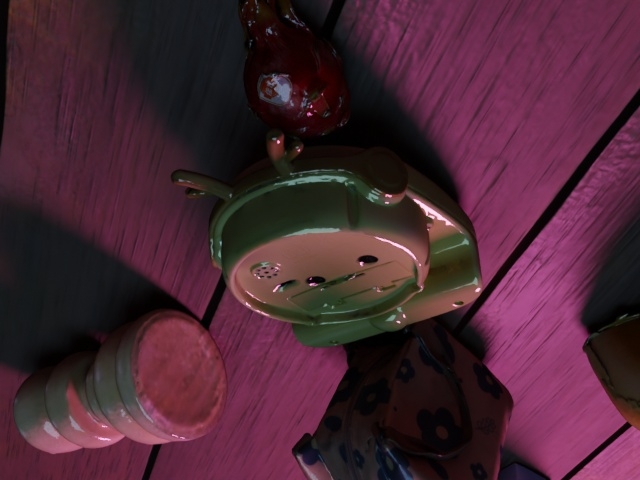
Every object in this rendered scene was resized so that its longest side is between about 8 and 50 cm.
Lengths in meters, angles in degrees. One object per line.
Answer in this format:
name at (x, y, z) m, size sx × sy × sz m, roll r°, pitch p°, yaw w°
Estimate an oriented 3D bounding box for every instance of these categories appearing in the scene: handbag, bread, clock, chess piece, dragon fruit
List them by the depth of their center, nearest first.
dragon fruit at (-0.040, -0.163, 0.720) m, size 0.094 × 0.094 × 0.190 m, roll -18°, pitch 124°, yaw 25°
clock at (0.000, 0.000, 0.812) m, size 0.235 × 0.096 × 0.308 m, roll -21°, pitch 143°, yaw 29°
bread at (0.419, 0.158, 0.897) m, size 0.158 × 0.156 × 0.260 m, roll 42°, pitch 162°, yaw -30°
handbag at (0.095, 0.221, 0.960) m, size 0.190 × 0.251 × 0.193 m, roll -20°, pitch 119°, yaw 35°
chess piece at (-0.283, 0.203, 1.069) m, size 0.299 × 0.167 × 0.167 m, roll -21°, pitch 127°, yaw 32°

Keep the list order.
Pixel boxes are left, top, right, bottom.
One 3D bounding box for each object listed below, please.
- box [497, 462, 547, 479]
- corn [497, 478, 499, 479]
box at (0.238, 0.445, 1.217) m, size 0.083 × 0.143 × 0.232 m, roll 31°, pitch 131°, yaw -19°
corn at (0.171, 0.394, 1.230) m, size 0.079 × 0.080 × 0.237 m, roll 36°, pitch 126°, yaw -23°
